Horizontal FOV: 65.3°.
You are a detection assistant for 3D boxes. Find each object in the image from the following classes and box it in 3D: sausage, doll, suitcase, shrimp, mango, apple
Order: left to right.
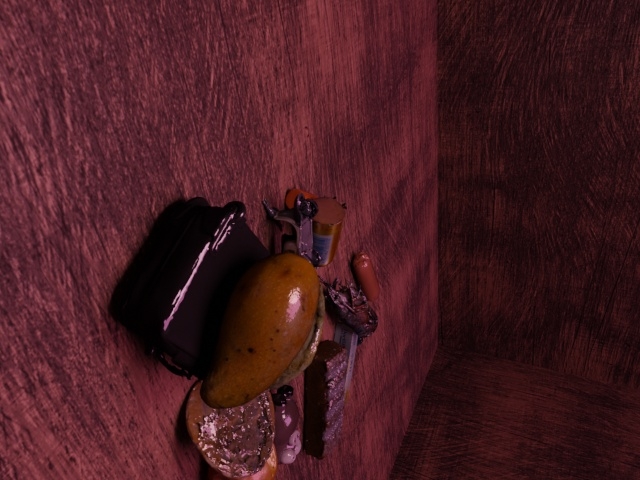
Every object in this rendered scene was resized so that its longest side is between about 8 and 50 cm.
[{"bbox_3d":[-0.230,0.121,1.065,0.339,0.189,0.345,-67,151,-24],"label":"suitcase"},{"bbox_3d":[-0.197,0.590,1.306,0.199,0.199,0.199,-32,126,-59],"label":"apple"},{"bbox_3d":[-0.111,0.180,0.980,0.176,0.177,0.329,-176,-76,-74],"label":"mango"},{"bbox_3d":[-0.122,0.573,1.522,0.182,0.118,0.257,-30,122,-66],"label":"doll"},{"bbox_3d":[0.001,-0.001,1.551,0.125,0.117,0.317,-37,157,-28],"label":"sausage"},{"bbox_3d":[0.090,0.225,1.856,0.137,0.172,0.372,-46,120,-23],"label":"shrimp"},{"bbox_3d":[0.194,0.158,2.090,0.289,0.086,0.086,69,38,-49],"label":"sausage"}]

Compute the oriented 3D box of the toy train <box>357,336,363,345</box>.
[{"bbox_3d":[0.146,0.326,2.086,0.052,0.051,0.233,-39,129,-56],"label":"toy train"}]

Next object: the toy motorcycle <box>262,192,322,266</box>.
[{"bbox_3d":[-0.077,-0.008,1.389,0.091,0.157,0.262,-40,134,-59],"label":"toy motorcycle"}]

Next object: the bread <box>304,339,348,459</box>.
[{"bbox_3d":[0.019,0.584,1.830,0.165,0.113,0.416,-25,121,-58],"label":"bread"}]

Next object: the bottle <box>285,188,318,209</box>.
[{"bbox_3d":[-0.037,-0.113,1.536,0.187,0.069,0.069,8,91,-64],"label":"bottle"}]

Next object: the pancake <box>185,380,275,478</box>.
[{"bbox_3d":[-0.208,0.437,1.230,0.282,0.049,0.282,33,38,-32],"label":"pancake"}]

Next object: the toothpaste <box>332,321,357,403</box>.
[{"bbox_3d":[0.086,0.481,1.966,0.071,0.089,0.312,11,88,-61],"label":"toothpaste"}]

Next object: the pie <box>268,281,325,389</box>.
[{"bbox_3d":[-0.090,0.222,1.177,0.071,0.323,0.323,38,57,-21],"label":"pie"}]
